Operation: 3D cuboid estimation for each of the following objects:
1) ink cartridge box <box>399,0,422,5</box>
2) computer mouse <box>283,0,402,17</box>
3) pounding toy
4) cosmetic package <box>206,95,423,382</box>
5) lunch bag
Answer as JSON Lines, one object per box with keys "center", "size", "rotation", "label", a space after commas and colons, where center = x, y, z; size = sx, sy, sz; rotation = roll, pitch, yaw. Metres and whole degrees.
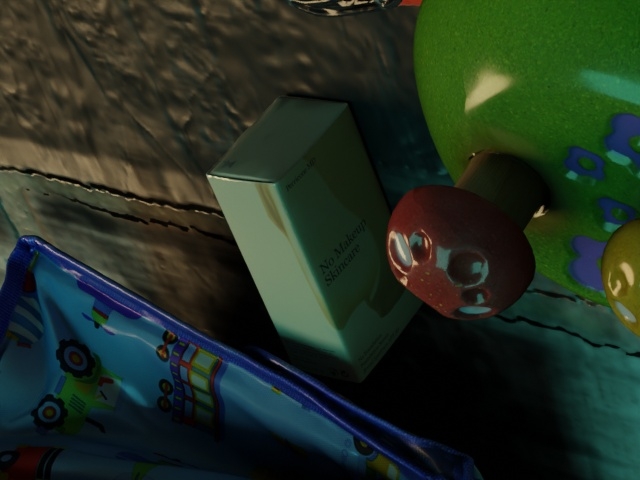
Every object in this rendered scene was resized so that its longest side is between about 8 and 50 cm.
{"center": [0.031, -0.159, 0.536], "size": [0.189, 0.066, 0.232], "rotation": [8, 131, 41], "label": "ink cartridge box"}
{"center": [-0.055, -0.132, 0.650], "size": [0.242, 0.041, 0.071], "rotation": [20, 160, 33], "label": "computer mouse"}
{"center": [0.112, 0.006, 0.570], "size": [0.237, 0.110, 0.183], "rotation": [48, 146, -21], "label": "pounding toy"}
{"center": [0.000, 0.000, 0.744], "size": [0.041, 0.060, 0.115], "rotation": [9, 137, 38], "label": "cosmetic package"}
{"center": [-0.014, 0.137, 0.818], "size": [0.293, 0.138, 0.221], "rotation": [15, 156, 27], "label": "lunch bag"}
